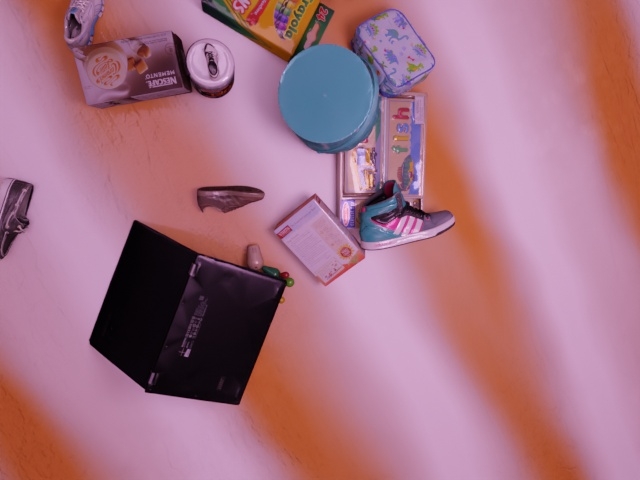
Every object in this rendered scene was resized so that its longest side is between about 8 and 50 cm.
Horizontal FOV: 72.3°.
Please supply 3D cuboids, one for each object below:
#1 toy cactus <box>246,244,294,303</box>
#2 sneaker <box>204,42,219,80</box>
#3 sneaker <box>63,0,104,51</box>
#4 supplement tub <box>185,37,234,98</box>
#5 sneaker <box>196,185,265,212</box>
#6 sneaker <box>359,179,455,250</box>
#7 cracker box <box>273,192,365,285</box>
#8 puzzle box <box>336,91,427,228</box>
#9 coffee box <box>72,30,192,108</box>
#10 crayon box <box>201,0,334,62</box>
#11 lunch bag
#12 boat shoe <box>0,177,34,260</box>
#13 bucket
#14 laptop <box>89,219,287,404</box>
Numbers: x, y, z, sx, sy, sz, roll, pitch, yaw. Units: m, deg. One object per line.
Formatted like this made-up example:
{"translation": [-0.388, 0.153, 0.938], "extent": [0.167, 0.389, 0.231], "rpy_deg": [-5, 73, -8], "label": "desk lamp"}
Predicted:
{"translation": [-0.189, 0.104, 1.272], "extent": [0.219, 0.112, 0.180], "rpy_deg": [-8, 89, -2], "label": "toy cactus"}
{"translation": [-0.250, -0.417, 1.014], "extent": [0.032, 0.037, 0.083], "rpy_deg": [-14, 99, -7], "label": "sneaker"}
{"translation": [-0.597, -0.571, 1.096], "extent": [0.071, 0.083, 0.190], "rpy_deg": [12, 94, -11], "label": "sneaker"}
{"translation": [-0.279, -0.432, 1.124], "extent": [0.117, 0.190, 0.116], "rpy_deg": [-2, 98, -11], "label": "supplement tub"}
{"translation": [-0.254, -0.115, 1.248], "extent": [0.189, 0.066, 0.071], "rpy_deg": [1, 114, -7], "label": "sneaker"}
{"translation": [0.243, -0.092, 1.268], "extent": [0.296, 0.124, 0.178], "rpy_deg": [-15, 108, -11], "label": "sneaker"}
{"translation": [0.000, 0.000, 1.281], "extent": [0.156, 0.067, 0.232], "rpy_deg": [-37, 105, 18], "label": "cracker box"}
{"translation": [0.181, -0.239, 1.318], "extent": [0.272, 0.052, 0.408], "rpy_deg": [-2, 98, -11], "label": "puzzle box"}
{"translation": [-0.470, -0.430, 1.115], "extent": [0.247, 0.098, 0.141], "rpy_deg": [-10, 101, -1], "label": "coffee box"}
{"translation": [-0.131, -0.635, 1.184], "extent": [0.319, 0.081, 0.202], "rpy_deg": [26, 91, -14], "label": "crayon box"}
{"translation": [0.207, -0.529, 1.240], "extent": [0.176, 0.090, 0.219], "rpy_deg": [-35, 88, -13], "label": "lunch bag"}
{"translation": [-0.796, -0.049, 1.128], "extent": [0.070, 0.078, 0.219], "rpy_deg": [14, 93, -12], "label": "boat shoe"}
{"translation": [0.025, -0.370, 1.161], "extent": [0.281, 0.183, 0.281], "rpy_deg": [1, 99, 8], "label": "bucket"}
{"translation": [-0.372, 0.202, 1.220], "extent": [0.408, 0.236, 0.381], "rpy_deg": [20, 94, -27], "label": "laptop"}
